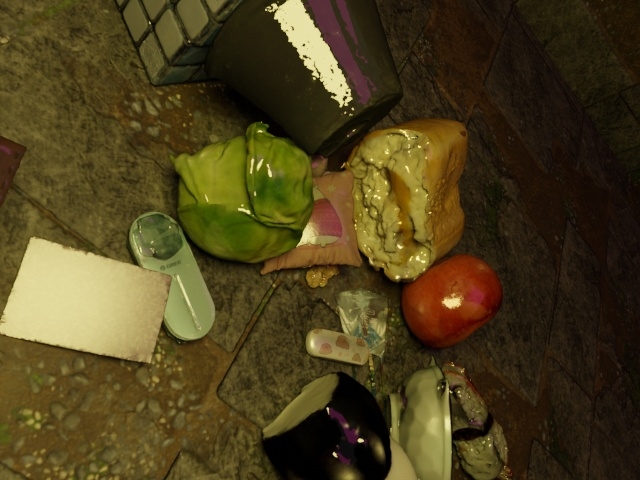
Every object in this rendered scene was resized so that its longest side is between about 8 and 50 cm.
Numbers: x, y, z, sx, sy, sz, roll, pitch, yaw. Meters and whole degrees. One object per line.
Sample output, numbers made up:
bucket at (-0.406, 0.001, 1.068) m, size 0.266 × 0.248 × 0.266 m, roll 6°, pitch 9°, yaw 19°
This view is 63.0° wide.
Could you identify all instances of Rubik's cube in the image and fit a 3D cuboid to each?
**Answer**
Rubik's cube at (-0.201, -0.553, 1.057) m, size 0.344 × 0.337 × 0.344 m, roll -25°, pitch 91°, yaw -45°

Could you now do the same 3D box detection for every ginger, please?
ginger at (0.000, 0.000, 1.224) m, size 0.193 × 0.052 × 0.176 m, roll -39°, pitch 90°, yaw -30°

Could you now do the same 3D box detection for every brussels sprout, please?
brussels sprout at (-0.140, -0.088, 0.984) m, size 0.259 × 0.294 × 0.227 m, roll -6°, pitch 59°, yaw 3°

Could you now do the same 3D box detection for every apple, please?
apple at (0.331, 0.147, 1.327) m, size 0.271 × 0.251 × 0.206 m, roll -25°, pitch 76°, yaw -27°

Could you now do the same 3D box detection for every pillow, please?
pillow at (-0.027, -0.040, 1.151) m, size 0.236 × 0.084 × 0.224 m, roll -6°, pitch 79°, yaw -8°

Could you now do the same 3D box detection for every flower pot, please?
flower pot at (0.009, -0.319, 0.992) m, size 0.379 × 0.379 × 0.251 m, roll -31°, pitch 85°, yaw -43°

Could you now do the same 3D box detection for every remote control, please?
remote control at (-0.274, 0.067, 0.957) m, size 0.104 × 0.052 × 0.248 m, roll -22°, pitch 89°, yaw -44°

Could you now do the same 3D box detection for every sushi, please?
sushi at (0.377, 0.473, 1.331) m, size 0.332 × 0.124 × 0.130 m, roll 57°, pitch 37°, yaw -8°

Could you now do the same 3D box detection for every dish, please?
dish at (0.208, 0.412, 1.155) m, size 0.120 × 0.303 × 0.303 m, roll 0°, pitch 69°, yaw 2°

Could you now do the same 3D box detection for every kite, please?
kite at (0.103, 0.265, 1.244) m, size 0.169 × 0.015 × 0.310 m, roll 15°, pitch 64°, yaw -35°

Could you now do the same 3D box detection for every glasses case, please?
glasses case at (0.040, 0.240, 1.171) m, size 0.164 × 0.041 × 0.063 m, roll 19°, pitch 63°, yaw -28°

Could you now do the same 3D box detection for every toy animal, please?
toy animal at (0.051, 0.435, 0.994) m, size 0.310 × 0.251 × 0.251 m, roll 53°, pitch 48°, yaw -4°

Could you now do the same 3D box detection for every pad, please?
pad at (-0.373, 0.101, 0.855) m, size 0.234 × 0.003 × 0.158 m, roll 19°, pitch 70°, yaw -25°

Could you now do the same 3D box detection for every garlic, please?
garlic at (-0.038, -0.159, 1.207) m, size 0.152 × 0.084 × 0.066 m, roll -4°, pitch 58°, yaw -12°

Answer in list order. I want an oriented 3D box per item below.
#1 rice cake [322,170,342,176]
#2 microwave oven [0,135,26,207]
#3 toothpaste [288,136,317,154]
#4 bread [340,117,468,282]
rice cake at (0.037, -0.148, 1.320) m, size 0.206 × 0.036 × 0.047 m, roll -10°, pitch 81°, yaw -43°
microwave oven at (-0.537, -0.040, 0.680) m, size 0.188 × 0.178 × 0.248 m, roll 24°, pitch 60°, yaw -33°
toothpaste at (-0.004, -0.272, 1.326) m, size 0.096 × 0.061 × 0.266 m, roll 57°, pitch 40°, yaw -8°
bread at (0.227, -0.128, 1.331) m, size 0.394 × 0.250 × 0.361 m, roll -32°, pitch 124°, yaw -54°
